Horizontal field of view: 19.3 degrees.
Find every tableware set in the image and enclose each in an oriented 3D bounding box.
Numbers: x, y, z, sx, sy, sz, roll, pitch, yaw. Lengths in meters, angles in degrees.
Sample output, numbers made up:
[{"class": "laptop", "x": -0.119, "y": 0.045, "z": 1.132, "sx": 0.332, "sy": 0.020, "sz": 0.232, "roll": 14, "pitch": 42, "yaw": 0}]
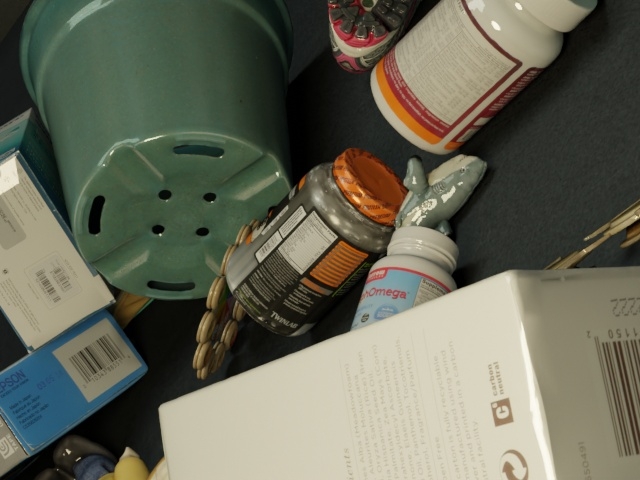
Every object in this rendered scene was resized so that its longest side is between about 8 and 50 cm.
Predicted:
[{"class": "tableware set", "x": 0.229, "y": 0.012, "z": 1.502, "sx": 0.194, "sy": 0.039, "sz": 0.128, "roll": -35, "pitch": -2, "yaw": -14}]

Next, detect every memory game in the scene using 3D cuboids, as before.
[{"class": "memory game", "x": -0.099, "y": 0.066, "z": 2.067, "sx": 0.186, "sy": 0.012, "sz": 0.186, "roll": 18, "pitch": -90, "yaw": -81}]

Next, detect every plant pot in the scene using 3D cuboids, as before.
[{"class": "plant pot", "x": -0.175, "y": -0.130, "z": 2.222, "sx": 0.341, "sy": 0.341, "sz": 0.334, "roll": -47, "pitch": 35, "yaw": 26}]

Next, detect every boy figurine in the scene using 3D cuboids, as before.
[{"class": "boy figurine", "x": -0.251, "y": 0.317, "z": 2.090, "sx": 0.177, "sy": 0.092, "sz": 0.285, "roll": -54, "pitch": 21, "yaw": 2}]

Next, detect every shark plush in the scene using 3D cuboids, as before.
[{"class": "shark plush", "x": 0.103, "y": -0.015, "z": 1.842, "sx": 0.067, "sy": 0.073, "sz": 0.161, "roll": 21, "pitch": 74, "yaw": 36}]

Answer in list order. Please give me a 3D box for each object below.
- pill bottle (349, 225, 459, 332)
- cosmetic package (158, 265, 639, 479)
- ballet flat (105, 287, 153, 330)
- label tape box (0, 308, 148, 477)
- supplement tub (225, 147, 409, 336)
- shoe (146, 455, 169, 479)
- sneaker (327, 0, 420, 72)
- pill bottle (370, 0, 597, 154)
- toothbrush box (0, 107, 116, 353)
[{"class": "pill bottle", "x": 0.077, "y": 0.070, "z": 1.744, "sx": 0.087, "sy": 0.087, "sz": 0.160, "roll": -24, "pitch": 41, "yaw": 52}, {"class": "cosmetic package", "x": 0.095, "y": 0.146, "z": 1.394, "sx": 0.453, "sy": 0.230, "sz": 0.161, "roll": -25, "pitch": 72, "yaw": 51}, {"class": "ballet flat", "x": -0.277, "y": 0.092, "z": 2.428, "sx": 0.232, "sy": 0.073, "sz": 0.080, "roll": -51, "pitch": 26, "yaw": 17}, {"class": "label tape box", "x": -0.399, "y": 0.240, "z": 2.320, "sx": 0.333, "sy": 0.106, "sz": 0.240, "roll": -38, "pitch": -2, "yaw": 38}, {"class": "supplement tub", "x": 0.000, "y": 0.000, "z": 1.943, "sx": 0.190, "sy": 0.117, "sz": 0.117, "roll": -46, "pitch": 27, "yaw": 26}, {"class": "shoe", "x": -0.121, "y": 0.238, "z": 1.944, "sx": 0.219, "sy": 0.076, "sz": 0.058, "roll": -55, "pitch": 19, "yaw": 3}, {"class": "sneaker", "x": 0.082, "y": -0.332, "z": 2.195, "sx": 0.299, "sy": 0.121, "sz": 0.112, "roll": -61, "pitch": -8, "yaw": -24}, {"class": "pill bottle", "x": 0.160, "y": -0.194, "z": 1.855, "sx": 0.221, "sy": 0.121, "sz": 0.121, "roll": -43, "pitch": 28, "yaw": 31}, {"class": "toothbrush box", "x": -0.354, "y": -0.019, "z": 2.303, "sx": 0.126, "sy": 0.216, "sz": 0.295, "roll": -31, "pitch": 14, "yaw": 1}]
